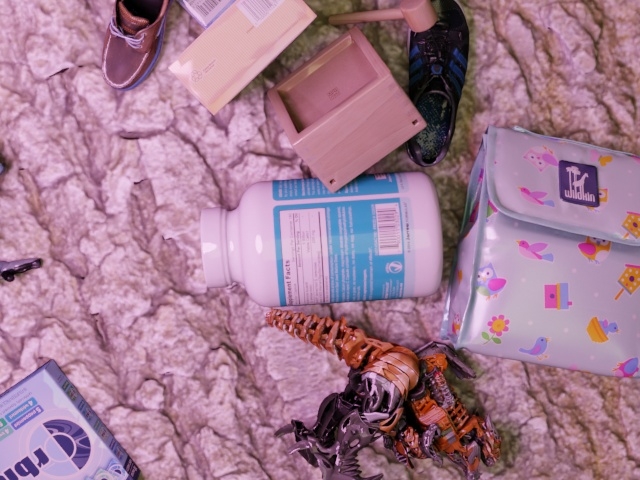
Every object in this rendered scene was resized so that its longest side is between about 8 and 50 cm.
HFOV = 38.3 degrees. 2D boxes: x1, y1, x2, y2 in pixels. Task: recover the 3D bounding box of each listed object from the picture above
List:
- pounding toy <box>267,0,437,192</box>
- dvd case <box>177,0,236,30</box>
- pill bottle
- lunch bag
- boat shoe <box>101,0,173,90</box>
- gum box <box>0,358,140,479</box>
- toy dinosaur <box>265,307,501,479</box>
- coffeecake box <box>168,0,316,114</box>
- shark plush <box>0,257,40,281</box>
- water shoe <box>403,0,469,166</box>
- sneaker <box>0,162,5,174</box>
[{"bbox_3d":[0.054,-0.180,1.025,0.206,0.181,0.094,-35,128,9],"label":"pounding toy"},{"bbox_3d":[-0.149,-0.384,1.031,0.180,0.022,0.253,-44,99,6],"label":"dvd case"},{"bbox_3d":[0.000,0.000,1.050,0.264,0.146,0.146,-3,102,-1],"label":"pill bottle"},{"bbox_3d":[0.270,0.010,1.058,0.223,0.160,0.262,11,90,-1],"label":"lunch bag"},{"bbox_3d":[-0.205,-0.247,1.021,0.066,0.066,0.183,26,112,0],"label":"boat shoe"},{"bbox_3d":[-0.344,0.267,1.146,0.157,0.041,0.184,-34,101,5],"label":"gum box"},{"bbox_3d":[0.066,0.195,1.116,0.322,0.164,0.218,37,83,10],"label":"toy dinosaur"},{"bbox_3d":[-0.079,-0.211,0.984,0.142,0.185,0.068,-43,100,6],"label":"coffeecake box"},{"bbox_3d":[-0.419,0.027,1.091,0.161,0.073,0.067,-5,71,4],"label":"shark plush"},{"bbox_3d":[0.137,-0.184,1.050,0.073,0.080,0.203,1,101,-2],"label":"water shoe"},{"bbox_3d":[-0.428,-0.103,1.056,0.125,0.104,0.262,-1,102,-24],"label":"sneaker"}]
